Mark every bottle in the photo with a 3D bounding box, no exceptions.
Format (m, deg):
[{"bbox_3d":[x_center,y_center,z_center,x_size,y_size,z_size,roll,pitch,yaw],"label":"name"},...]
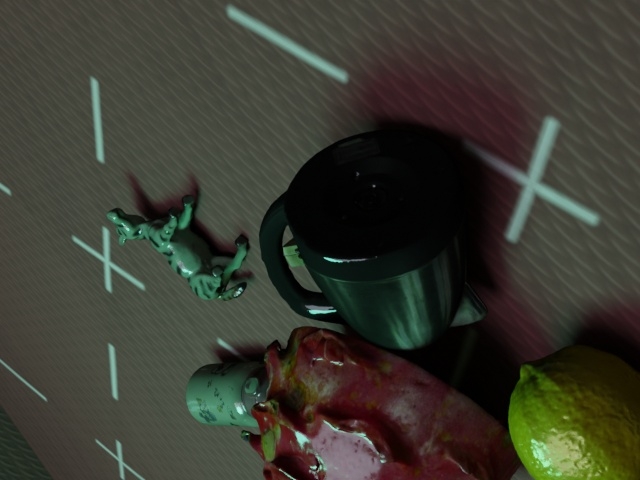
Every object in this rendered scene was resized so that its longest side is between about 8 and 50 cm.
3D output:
[{"bbox_3d":[-0.124,0.259,1.752,0.233,0.110,0.110,-11,115,51],"label":"bottle"}]

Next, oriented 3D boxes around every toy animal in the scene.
[{"bbox_3d":[-0.220,-0.005,1.636,0.255,0.090,0.170,37,148,20],"label":"toy animal"}]

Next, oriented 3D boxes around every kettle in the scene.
[{"bbox_3d":[0.069,0.039,1.254,0.271,0.250,0.207,67,179,-45],"label":"kettle"}]

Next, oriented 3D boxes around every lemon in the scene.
[{"bbox_3d":[0.311,0.216,1.202,0.193,0.180,0.180,62,150,22],"label":"lemon"}]

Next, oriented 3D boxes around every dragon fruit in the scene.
[{"bbox_3d":[0.071,0.292,1.397,0.371,0.249,0.386,13,154,46],"label":"dragon fruit"}]

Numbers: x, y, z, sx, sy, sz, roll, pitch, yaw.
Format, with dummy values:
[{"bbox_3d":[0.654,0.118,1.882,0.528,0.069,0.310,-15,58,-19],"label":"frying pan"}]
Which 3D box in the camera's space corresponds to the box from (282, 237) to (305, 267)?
[{"bbox_3d":[0.000,0.000,1.402,0.079,0.083,0.035,-9,116,51],"label":"box"}]
